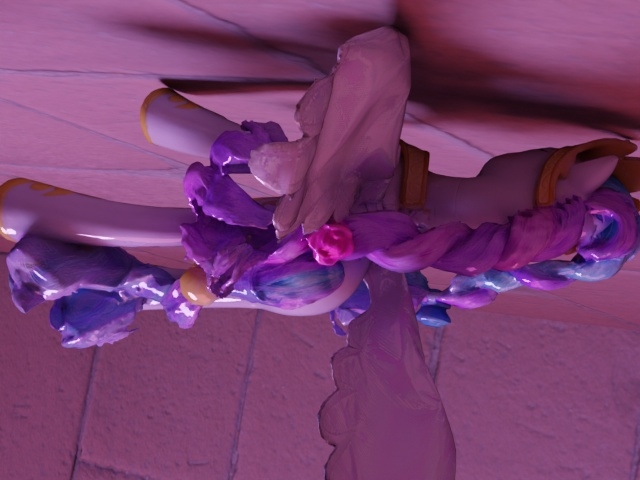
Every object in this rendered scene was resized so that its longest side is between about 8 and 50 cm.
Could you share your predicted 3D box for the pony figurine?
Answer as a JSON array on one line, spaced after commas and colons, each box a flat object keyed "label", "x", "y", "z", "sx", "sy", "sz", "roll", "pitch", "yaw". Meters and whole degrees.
[{"label": "pony figurine", "x": 0.000, "y": 0.000, "z": 0.853, "sx": 0.364, "sy": 0.302, "sz": 0.351, "roll": 4, "pitch": -156, "yaw": 24}]
